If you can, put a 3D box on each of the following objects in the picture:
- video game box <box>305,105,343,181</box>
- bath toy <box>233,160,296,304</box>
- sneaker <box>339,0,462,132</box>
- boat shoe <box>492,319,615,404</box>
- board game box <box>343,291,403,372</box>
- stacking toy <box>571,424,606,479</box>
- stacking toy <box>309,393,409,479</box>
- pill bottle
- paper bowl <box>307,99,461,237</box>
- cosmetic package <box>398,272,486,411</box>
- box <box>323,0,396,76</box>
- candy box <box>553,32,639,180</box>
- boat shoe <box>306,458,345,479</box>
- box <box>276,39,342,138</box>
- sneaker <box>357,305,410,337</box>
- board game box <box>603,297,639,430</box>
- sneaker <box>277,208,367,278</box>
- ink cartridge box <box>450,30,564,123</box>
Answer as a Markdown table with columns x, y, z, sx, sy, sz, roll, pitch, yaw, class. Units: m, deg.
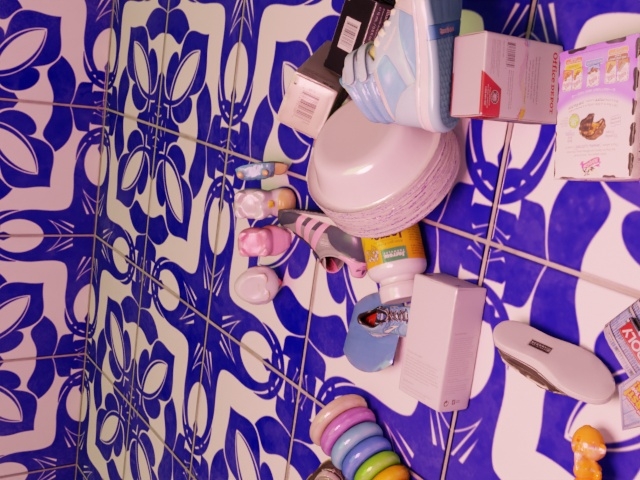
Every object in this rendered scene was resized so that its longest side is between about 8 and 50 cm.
| x | y | z | sx | sy | sz | roll | pitch | yaw | class |
| --- | --- | --- | --- | --- | --- | --- | --- | --- | --- |
| 0.054 | -0.189 | 1.680 | 0.205 | 0.048 | 0.187 | 34 | 119 | 49 | video game box |
| -0.138 | -0.018 | 1.889 | 0.129 | 0.151 | 0.349 | -69 | -18 | -81 | bath toy |
| 0.117 | -0.335 | 1.253 | 0.208 | 0.127 | 0.319 | 6 | 103 | 37 | sneaker |
| 0.371 | 0.202 | 1.227 | 0.219 | 0.077 | 0.070 | 33 | 151 | 46 | boat shoe |
| 0.118 | 0.192 | 1.597 | 0.133 | 0.033 | 0.169 | 5 | 75 | 43 | board game box |
| 0.392 | 0.428 | 1.147 | 0.175 | 0.165 | 0.302 | 164 | 115 | -65 | stacking toy |
| 0.116 | 0.468 | 1.538 | 0.330 | 0.141 | 0.141 | 48 | 128 | 38 | stacking toy |
| 0.141 | 0.015 | 1.499 | 0.117 | 0.117 | 0.209 | -27 | 69 | 52 | pill bottle |
| 0.101 | -0.157 | 1.416 | 0.284 | 0.148 | 0.284 | -21 | 48 | 25 | paper bowl |
| 0.223 | 0.184 | 1.418 | 0.117 | 0.085 | 0.231 | 22 | 106 | 52 | cosmetic package |
| 0.112 | -0.386 | 1.492 | 0.093 | 0.158 | 0.156 | 40 | 121 | 40 | box |
| 0.420 | -0.184 | 1.115 | 0.165 | 0.070 | 0.197 | -169 | 80 | -68 | candy box |
| 0.000 | 0.570 | 1.754 | 0.081 | 0.069 | 0.228 | 34 | 132 | 3 | boat shoe |
| 0.004 | -0.312 | 1.570 | 0.113 | 0.094 | 0.275 | -65 | -2 | 31 | box |
| 0.141 | 0.158 | 1.515 | 0.162 | 0.073 | 0.064 | -14 | 63 | 37 | sneaker |
| 0.477 | 0.173 | 1.078 | 0.194 | 0.060 | 0.194 | -53 | 50 | 40 | board game box |
| 0.000 | 0.000 | 1.703 | 0.319 | 0.112 | 0.131 | 14 | 99 | 55 | sneaker |
| 0.298 | -0.253 | 1.226 | 0.072 | 0.175 | 0.128 | 9 | 97 | 57 | ink cartridge box |
